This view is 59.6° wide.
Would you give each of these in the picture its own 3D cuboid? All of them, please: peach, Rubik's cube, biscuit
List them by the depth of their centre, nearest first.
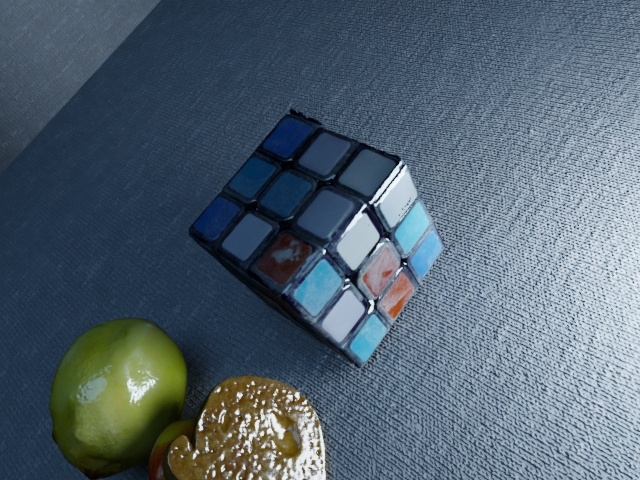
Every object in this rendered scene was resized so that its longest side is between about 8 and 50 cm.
[{"bbox_3d":[-0.138,0.435,1.042,0.063,0.313,0.368,123,154,-50],"label":"biscuit"},{"bbox_3d":[-0.253,0.457,1.131,0.190,0.190,0.193,-9,57,23],"label":"peach"},{"bbox_3d":[0.000,0.000,1.193,0.362,0.363,0.359,27,72,37],"label":"Rubik's cube"},{"bbox_3d":[-0.445,0.343,1.247,0.281,0.315,0.316,10,29,-5],"label":"peach"}]

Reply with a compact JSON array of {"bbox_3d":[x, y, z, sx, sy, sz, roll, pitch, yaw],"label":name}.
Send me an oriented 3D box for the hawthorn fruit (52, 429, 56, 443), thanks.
[{"bbox_3d":[-0.616,0.488,1.391,0.093,0.081,0.081,43,84,12],"label":"hawthorn fruit"}]
